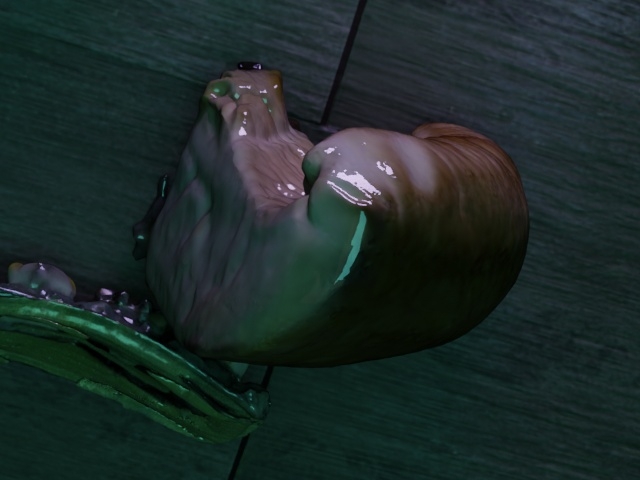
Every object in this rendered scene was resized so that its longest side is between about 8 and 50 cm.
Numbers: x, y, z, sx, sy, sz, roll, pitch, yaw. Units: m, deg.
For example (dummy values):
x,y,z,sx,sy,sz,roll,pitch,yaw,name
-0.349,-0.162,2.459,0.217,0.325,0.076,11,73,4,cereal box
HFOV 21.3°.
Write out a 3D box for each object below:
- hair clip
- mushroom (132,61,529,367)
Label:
x,y,z,sx,sy,sz,roll,pitch,yaw,name
-0.194,0.080,1.448,0.321,0.138,0.091,22,64,-13,hair clip
0.042,0.015,1.330,0.314,0.397,0.224,16,99,-16,mushroom
